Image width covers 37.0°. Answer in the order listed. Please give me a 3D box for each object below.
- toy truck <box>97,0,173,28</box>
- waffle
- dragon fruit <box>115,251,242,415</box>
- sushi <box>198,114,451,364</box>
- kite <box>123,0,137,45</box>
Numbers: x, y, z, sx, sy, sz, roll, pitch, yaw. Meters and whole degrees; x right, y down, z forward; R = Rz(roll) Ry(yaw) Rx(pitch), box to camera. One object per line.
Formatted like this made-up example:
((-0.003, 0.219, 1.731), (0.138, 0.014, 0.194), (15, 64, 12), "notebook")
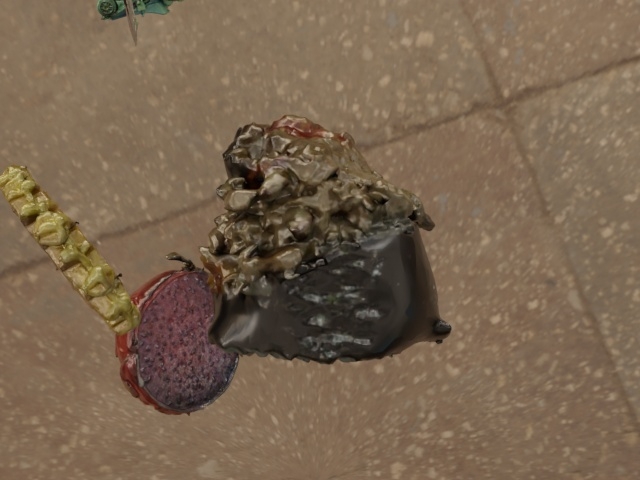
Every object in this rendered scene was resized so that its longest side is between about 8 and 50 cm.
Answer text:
((-0.263, -0.366, 1.462), (0.154, 0.078, 0.080), (-15, 35, 0), "toy truck")
((-0.258, 0.003, 0.961), (0.046, 0.161, 0.192), (-40, 44, -13), "waffle")
((-0.242, 0.147, 1.470), (0.224, 0.148, 0.218), (51, 59, -33), "dragon fruit")
((0.000, -0.006, 0.871), (0.225, 0.238, 0.219), (-2, 92, -23), "sushi")
((-0.278, -0.420, 1.174), (0.022, 0.204, 0.361), (-19, 79, -13), "kite")
